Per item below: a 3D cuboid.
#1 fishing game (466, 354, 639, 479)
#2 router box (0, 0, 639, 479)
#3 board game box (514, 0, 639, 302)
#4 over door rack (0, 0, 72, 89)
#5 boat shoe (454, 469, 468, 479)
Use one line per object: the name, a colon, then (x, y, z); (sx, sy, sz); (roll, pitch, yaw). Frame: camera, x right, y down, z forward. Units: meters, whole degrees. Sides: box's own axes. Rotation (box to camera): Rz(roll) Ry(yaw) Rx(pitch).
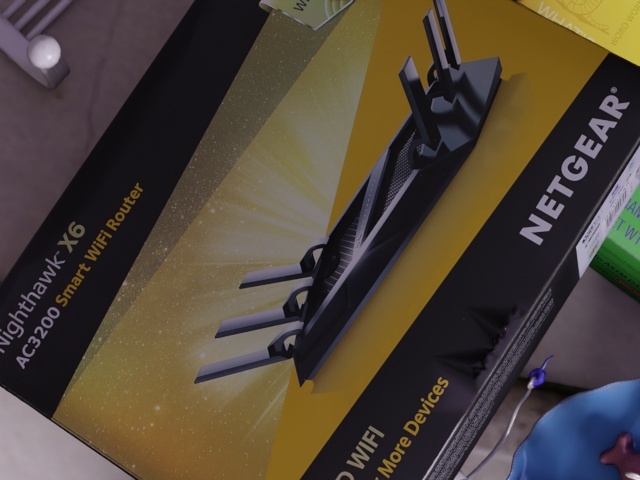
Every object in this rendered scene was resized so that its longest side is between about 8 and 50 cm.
fishing game: (0.159, 0.164, 0.809); (0.264, 0.041, 0.189); (44, 108, 31)
router box: (0.000, 0.000, 0.820); (0.243, 0.081, 0.309); (30, 82, 17)
board game box: (0.242, -0.121, 0.940); (0.242, 0.064, 0.316); (35, 77, -3)
over door rack: (-0.192, -0.276, 0.872); (0.324, 0.108, 0.239); (42, 76, -1)
boat shoe: (-0.011, 0.159, 0.858); (0.183, 0.066, 0.066); (-31, 66, -6)
